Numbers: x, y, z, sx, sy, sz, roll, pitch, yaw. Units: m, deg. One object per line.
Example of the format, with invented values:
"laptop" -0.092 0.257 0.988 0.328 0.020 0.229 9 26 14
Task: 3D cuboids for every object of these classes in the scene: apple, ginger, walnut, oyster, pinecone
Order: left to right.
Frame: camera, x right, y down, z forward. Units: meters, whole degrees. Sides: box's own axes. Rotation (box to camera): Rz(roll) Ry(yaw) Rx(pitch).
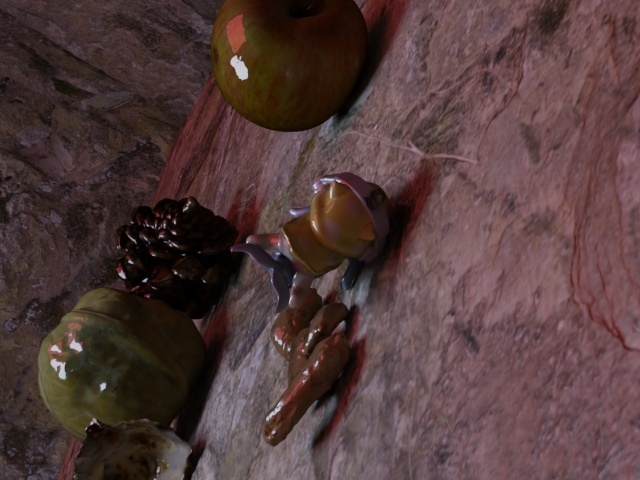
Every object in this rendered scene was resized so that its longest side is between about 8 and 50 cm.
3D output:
"walnut" -0.362 0.231 1.847 0.253 0.277 0.282 -60 1 25
"oyster" -0.319 0.445 1.710 0.133 0.198 0.337 -35 -41 -72
"pinecone" -0.290 0.046 2.003 0.244 0.244 0.309 -85 6 -49
"apple" -0.055 -0.300 1.668 0.264 0.264 0.264 -58 17 30
"ginger" -0.010 0.129 1.252 0.149 0.065 0.258 -44 19 28

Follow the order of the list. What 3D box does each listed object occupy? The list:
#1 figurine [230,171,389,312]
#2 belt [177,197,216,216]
"figurine" 0.000 0.000 1.227 0.208 0.128 0.184 -32 -8 -35
"belt" -0.308 0.023 2.213 0.140 0.126 0.230 -11 -51 -60
